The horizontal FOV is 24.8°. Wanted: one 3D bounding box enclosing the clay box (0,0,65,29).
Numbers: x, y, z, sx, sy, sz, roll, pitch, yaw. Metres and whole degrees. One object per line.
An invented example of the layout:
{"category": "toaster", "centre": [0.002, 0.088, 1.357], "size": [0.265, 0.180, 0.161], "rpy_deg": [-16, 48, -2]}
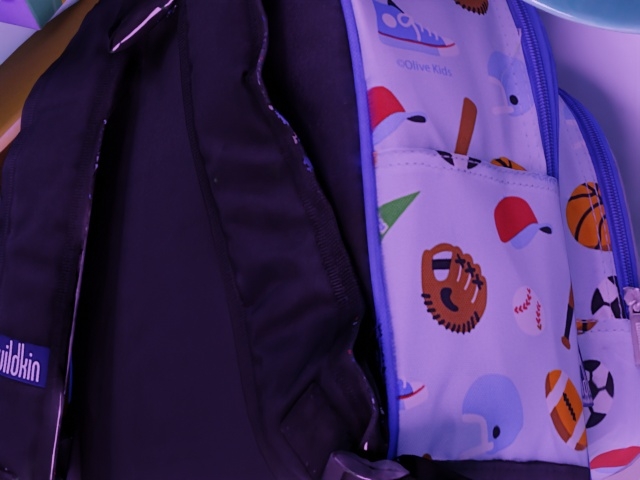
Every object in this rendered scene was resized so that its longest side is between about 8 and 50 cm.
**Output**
{"category": "clay box", "centre": [-0.207, -0.205, 0.683], "size": [0.127, 0.053, 0.222], "rpy_deg": [15, 148, 29]}

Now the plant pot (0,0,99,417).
{"category": "plant pot", "centre": [-0.121, -0.005, 0.770], "size": [0.187, 0.212, 0.212], "rpy_deg": [16, 150, 54]}

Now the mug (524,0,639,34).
{"category": "mug", "centre": [0.097, -0.147, 0.413], "size": [0.129, 0.097, 0.158], "rpy_deg": [23, 151, 12]}

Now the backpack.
{"category": "backpack", "centre": [0.000, 0.000, 0.587], "size": [0.213, 0.263, 0.276], "rpy_deg": [-1, 170, -41]}

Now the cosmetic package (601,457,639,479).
{"category": "cosmetic package", "centre": [0.208, 0.227, 0.872], "size": [0.160, 0.113, 0.309], "rpy_deg": [9, 143, 37]}
